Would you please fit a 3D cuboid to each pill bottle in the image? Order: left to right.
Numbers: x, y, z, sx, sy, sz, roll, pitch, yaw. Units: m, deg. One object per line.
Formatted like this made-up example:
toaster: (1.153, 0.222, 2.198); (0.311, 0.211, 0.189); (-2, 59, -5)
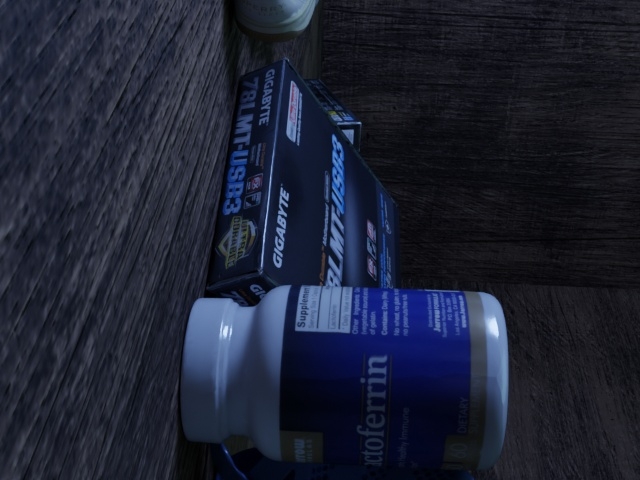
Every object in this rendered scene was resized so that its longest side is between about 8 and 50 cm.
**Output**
pill bottle: (0.020, 0.116, 0.765); (0.153, 0.264, 0.153); (2, 90, -87)

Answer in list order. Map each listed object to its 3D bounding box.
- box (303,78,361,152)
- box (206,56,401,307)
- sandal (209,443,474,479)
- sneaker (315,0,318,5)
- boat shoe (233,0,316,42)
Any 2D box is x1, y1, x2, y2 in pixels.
box: (-0.011, -0.096, 1.379); (0.322, 0.079, 0.257); (-116, -155, -66)
box: (0.000, 0.000, 0.986); (0.293, 0.073, 0.296); (49, 33, -43)
sandal: (0.001, 0.226, 0.849); (0.126, 0.317, 0.138); (-40, 118, -48)
sneaker: (-0.048, -0.312, 1.115); (0.235, 0.090, 0.095); (-19, 129, -87)
boat shoe: (-0.033, -0.351, 0.942); (0.098, 0.109, 0.302); (92, 7, -58)
